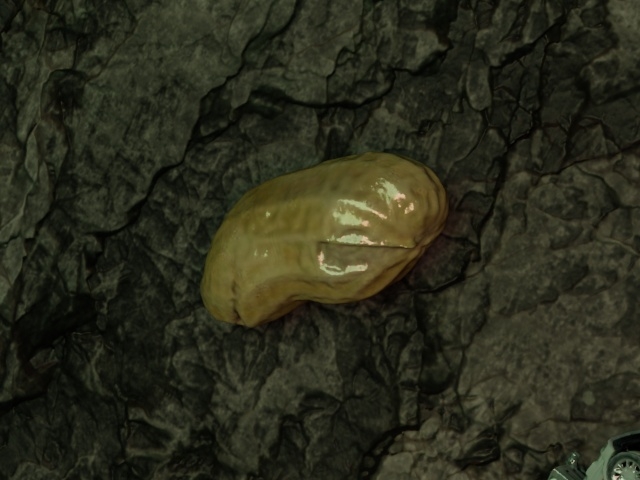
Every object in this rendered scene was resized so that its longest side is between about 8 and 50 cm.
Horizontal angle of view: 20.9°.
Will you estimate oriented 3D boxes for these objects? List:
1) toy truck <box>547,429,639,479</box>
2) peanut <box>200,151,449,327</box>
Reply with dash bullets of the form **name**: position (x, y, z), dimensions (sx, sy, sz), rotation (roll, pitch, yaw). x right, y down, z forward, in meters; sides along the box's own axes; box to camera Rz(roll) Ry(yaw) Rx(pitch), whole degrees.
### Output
- **toy truck**: position (0.370, 0.346, 1.829), dimensions (0.338, 0.133, 0.184), rotation (49, 119, 26)
- **peanut**: position (-0.001, -0.006, 2.102), dimensions (0.340, 0.158, 0.174), rotation (-11, 103, 30)
